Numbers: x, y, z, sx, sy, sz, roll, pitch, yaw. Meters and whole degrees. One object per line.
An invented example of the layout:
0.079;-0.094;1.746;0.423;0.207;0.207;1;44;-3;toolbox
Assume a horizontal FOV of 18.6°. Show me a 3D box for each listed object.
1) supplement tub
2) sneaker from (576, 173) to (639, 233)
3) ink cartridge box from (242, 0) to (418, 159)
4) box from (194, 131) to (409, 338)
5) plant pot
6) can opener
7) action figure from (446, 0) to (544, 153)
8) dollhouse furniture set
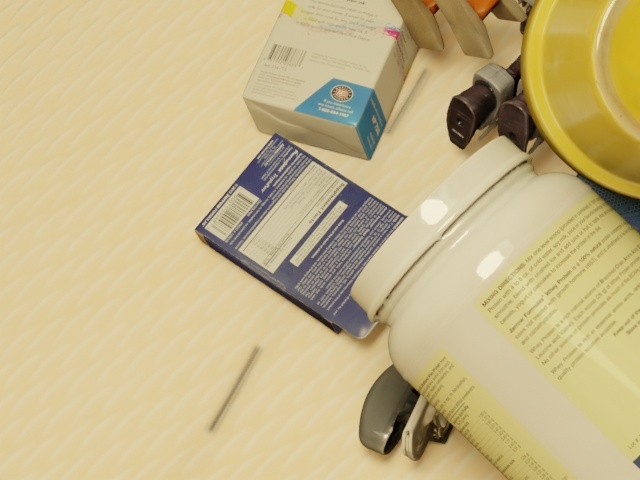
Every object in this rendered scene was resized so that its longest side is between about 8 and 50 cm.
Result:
0.209;0.090;1.703;0.235;0.235;0.325;-44;81;-9;supplement tub
0.345;-0.130;1.865;0.130;0.147;0.330;33;72;29;sneaker
0.028;-0.212;2.037;0.134;0.078;0.231;16;69;21;ink cartridge box
0.000;0.000;1.961;0.225;0.036;0.136;33;76;28;box
0.304;-0.156;1.678;0.254;0.239;0.254;0;93;3;plant pot
0.121;0.078;1.868;0.095;0.076;0.283;17;68;21;can opener
0.251;-0.194;1.962;0.185;0.099;0.285;31;60;33;action figure
0.211;-0.315;1.918;0.262;0.135;0.259;-48;34;-18;dollhouse furniture set
